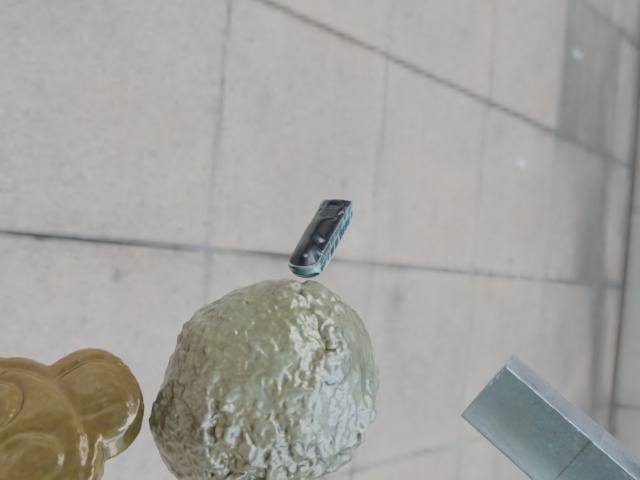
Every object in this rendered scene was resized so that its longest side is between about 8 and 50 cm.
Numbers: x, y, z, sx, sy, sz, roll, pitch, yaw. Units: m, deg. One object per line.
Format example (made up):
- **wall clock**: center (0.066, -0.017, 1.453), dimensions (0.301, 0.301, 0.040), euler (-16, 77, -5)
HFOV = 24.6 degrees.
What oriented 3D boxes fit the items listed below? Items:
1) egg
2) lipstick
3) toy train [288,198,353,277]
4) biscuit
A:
- **egg**: center (-0.066, 0.185, 1.818), dimensions (0.310, 0.279, 0.279), euler (-58, 147, -24)
- **lipstick**: center (0.268, 0.231, 1.289), dimensions (0.068, 0.317, 0.066), euler (-51, 172, 16)
- **toy train**: center (0.000, 0.000, 1.943), dimensions (0.207, 0.043, 0.047), euler (-59, 151, -61)
- **biscuit**: center (-0.389, 0.244, 1.749), dimensions (0.376, 0.269, 0.051), euler (-29, 137, -20)
